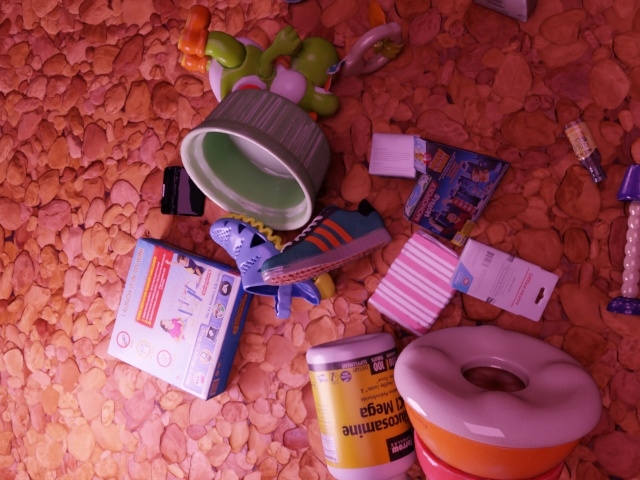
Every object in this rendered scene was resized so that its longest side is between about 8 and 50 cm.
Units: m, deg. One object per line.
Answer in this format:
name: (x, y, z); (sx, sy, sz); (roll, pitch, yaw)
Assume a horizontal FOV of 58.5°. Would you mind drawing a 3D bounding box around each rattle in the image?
rattle: (0.065, -0.421, 1.217); (0.200, 0.130, 0.143); (-29, 90, 0)

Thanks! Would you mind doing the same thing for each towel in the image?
towel: (0.212, 0.092, 1.218); (0.144, 0.029, 0.197); (36, 101, 15)

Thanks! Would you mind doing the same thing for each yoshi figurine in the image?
yoshi figurine: (-0.111, -0.402, 1.257); (0.362, 0.203, 0.203); (22, 131, -9)

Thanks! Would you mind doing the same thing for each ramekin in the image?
ramekin: (-0.126, -0.172, 1.209); (0.303, 0.303, 0.148); (16, 59, 20)

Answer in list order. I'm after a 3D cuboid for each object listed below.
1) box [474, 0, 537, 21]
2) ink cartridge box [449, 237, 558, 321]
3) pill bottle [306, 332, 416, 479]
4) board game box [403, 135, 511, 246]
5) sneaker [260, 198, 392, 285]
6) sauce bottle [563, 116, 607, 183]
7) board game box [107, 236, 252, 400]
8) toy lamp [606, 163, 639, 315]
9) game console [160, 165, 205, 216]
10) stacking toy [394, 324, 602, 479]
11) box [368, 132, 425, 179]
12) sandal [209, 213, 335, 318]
box: (0.418, -0.607, 1.096); (0.121, 0.148, 0.311); (30, 97, 19)
ink cartridge box: (0.360, 0.077, 1.133); (0.180, 0.060, 0.104); (23, 97, 7)
pill bottle: (0.091, 0.369, 1.168); (0.188, 0.188, 0.334); (-14, 84, 20)
board game box: (0.245, -0.115, 1.132); (0.194, 0.060, 0.194); (25, 100, -23)
sneaker: (0.000, 0.000, 1.194); (0.121, 0.302, 0.108); (64, 152, 13)
sauce bottle: (0.513, -0.173, 1.101); (0.042, 0.042, 0.128); (-26, 78, 18)
board game box: (-0.339, 0.182, 1.389); (0.302, 0.086, 0.308); (19, 95, 20)
toy lamp: (0.582, -0.002, 1.054); (0.080, 0.080, 0.274); (5, 93, 21)
game console: (-0.346, -0.123, 1.441); (0.107, 0.071, 0.122); (4, 89, 51)
stacking toy: (0.302, 0.432, 1.074); (0.350, 0.350, 0.480); (9, 110, 21)
box: (0.166, -0.175, 1.201); (0.101, 0.102, 0.087); (7, 94, 21)
sandal: (-0.127, 0.059, 1.261); (0.317, 0.126, 0.138); (34, 63, 15)
